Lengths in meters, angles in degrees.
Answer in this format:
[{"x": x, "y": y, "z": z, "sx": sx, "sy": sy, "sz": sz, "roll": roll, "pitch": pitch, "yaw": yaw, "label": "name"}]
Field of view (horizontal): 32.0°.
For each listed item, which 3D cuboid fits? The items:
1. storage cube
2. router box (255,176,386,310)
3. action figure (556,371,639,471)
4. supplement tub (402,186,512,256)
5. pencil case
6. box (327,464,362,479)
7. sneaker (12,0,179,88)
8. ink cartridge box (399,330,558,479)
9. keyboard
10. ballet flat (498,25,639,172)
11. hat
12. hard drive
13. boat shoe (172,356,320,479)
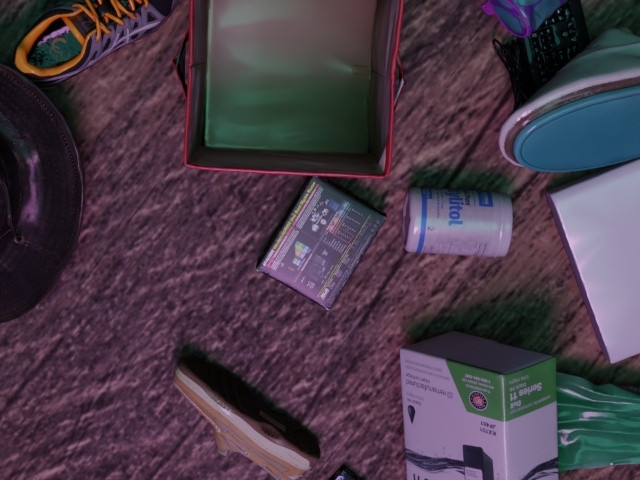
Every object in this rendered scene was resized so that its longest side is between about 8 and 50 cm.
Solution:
[{"x": -0.029, "y": -0.167, "z": 1.080, "sx": 0.215, "sy": 0.193, "sz": 0.183, "roll": 3, "pitch": 101, "yaw": -2, "label": "storage cube"}, {"x": 0.000, "y": 0.000, "z": 1.192, "sx": 0.092, "sy": 0.038, "sz": 0.122, "roll": 31, "pitch": 98, "yaw": -8, "label": "router box"}, {"x": 0.321, "y": 0.201, "z": 1.232, "sx": 0.232, "sy": 0.063, "sz": 0.137, "roll": -1, "pitch": 99, "yaw": 2, "label": "action figure"}, {"x": 0.143, "y": -0.019, "z": 1.178, "sx": 0.107, "sy": 0.071, "sz": 0.071, "roll": 2, "pitch": 101, "yaw": -3, "label": "supplement tub"}, {"x": 0.235, "y": -0.277, "z": 1.124, "sx": 0.151, "sy": 0.070, "sz": 0.064, "roll": -45, "pitch": 131, "yaw": -4, "label": "pencil case"}, {"x": 0.023, "y": 0.306, "z": 1.264, "sx": 0.067, "sy": 0.018, "sz": 0.083, "roll": 42, "pitch": 97, "yaw": -9, "label": "box"}, {"x": -0.219, "y": -0.223, "z": 1.118, "sx": 0.215, "sy": 0.083, "sz": 0.084, "roll": -39, "pitch": 99, "yaw": 4, "label": "sneaker"}, {"x": 0.167, "y": 0.215, "z": 1.177, "sx": 0.087, "sy": 0.153, "sz": 0.208, "roll": -14, "pitch": 104, "yaw": -38, "label": "ink cartridge box"}, {"x": 0.245, "y": -0.164, "z": 1.170, "sx": 0.100, "sy": 0.038, "sz": 0.192, "roll": -16, "pitch": 101, "yaw": 1, "label": "keyboard"}, {"x": 0.358, "y": -0.168, "z": 1.133, "sx": 0.400, "sy": 0.139, "sz": 0.139, "roll": -13, "pitch": 101, "yaw": -4, "label": "ballet flat"}, {"x": -0.397, "y": -0.025, "z": 1.094, "sx": 0.332, "sy": 0.134, "sz": 0.331, "roll": 2, "pitch": 115, "yaw": 5, "label": "hat"}, {"x": 0.422, "y": -0.016, "z": 1.204, "sx": 0.308, "sy": 0.040, "sz": 0.203, "roll": -22, "pitch": 101, "yaw": 2, "label": "hard drive"}, {"x": -0.093, "y": 0.205, "z": 1.219, "sx": 0.190, "sy": 0.068, "sz": 0.072, "roll": 39, "pitch": 109, "yaw": -9, "label": "boat shoe"}]
